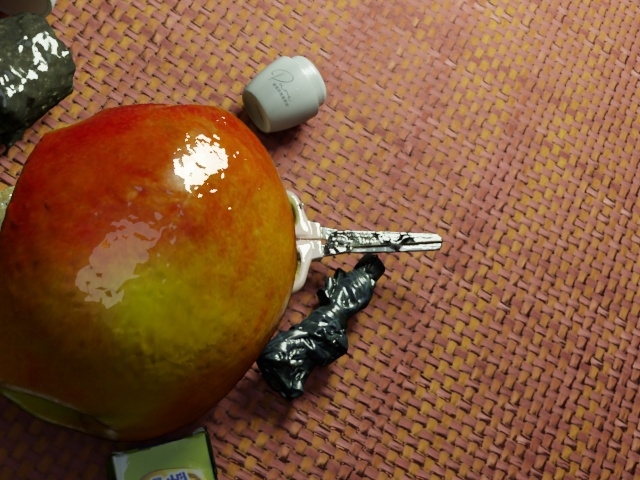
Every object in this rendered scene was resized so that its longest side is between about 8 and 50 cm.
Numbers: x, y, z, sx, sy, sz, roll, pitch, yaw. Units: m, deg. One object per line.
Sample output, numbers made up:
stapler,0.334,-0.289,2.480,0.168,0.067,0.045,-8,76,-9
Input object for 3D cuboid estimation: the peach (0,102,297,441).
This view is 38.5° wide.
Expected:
peach,-0.174,0.019,0.990,0.306,0.242,0.380,18,65,-8

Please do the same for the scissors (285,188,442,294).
scissors,0.000,0.000,1.161,0.318,0.024,0.160,0,65,-7

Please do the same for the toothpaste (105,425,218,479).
toothpaste,-0.140,0.375,0.975,0.110,0.077,0.327,-11,74,-21

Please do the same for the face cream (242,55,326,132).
face cream,-0.048,-0.193,1.216,0.095,0.091,0.091,-33,84,-18

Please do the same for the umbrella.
umbrella,0.015,0.100,1.142,0.224,0.071,0.080,-48,118,-32

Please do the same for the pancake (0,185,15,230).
pancake,-0.340,-0.003,1.077,0.152,0.025,0.151,6,69,-17

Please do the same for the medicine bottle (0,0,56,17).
medicine bottle,-0.340,-0.428,1.162,0.111,0.161,0.296,20,64,-9

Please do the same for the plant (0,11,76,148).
plant,-0.389,-0.178,1.066,0.129,0.132,0.194,47,62,-1
